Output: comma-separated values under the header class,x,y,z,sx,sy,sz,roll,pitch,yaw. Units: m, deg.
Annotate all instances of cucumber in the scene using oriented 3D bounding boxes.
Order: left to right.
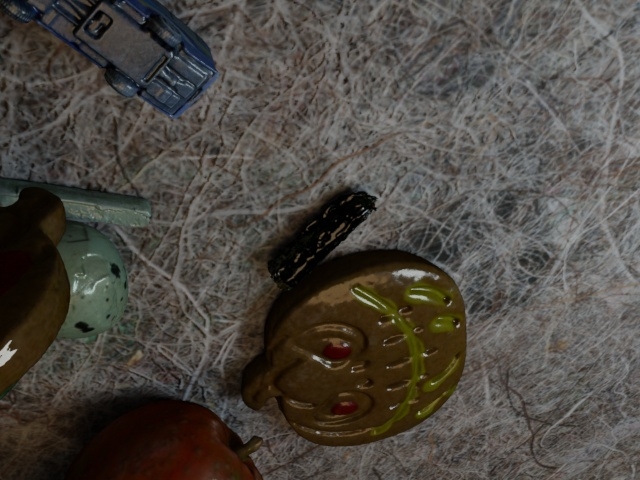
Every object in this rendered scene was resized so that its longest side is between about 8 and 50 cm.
class,x,y,z,sx,sy,sz,roll,pitch,yaw
cucumber,0.000,0.000,0.897,0.181,0.053,0.053,-41,129,16

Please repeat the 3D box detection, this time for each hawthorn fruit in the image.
class,x,y,z,sx,sy,sz,roll,pitch,yaw
hawthorn fruit,-0.208,0.360,1.000,0.300,0.275,0.275,-34,132,-4

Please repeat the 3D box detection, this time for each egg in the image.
class,x,y,z,sx,sy,sz,roll,pitch,yaw
egg,-0.278,0.049,0.802,0.131,0.131,0.164,-28,146,8

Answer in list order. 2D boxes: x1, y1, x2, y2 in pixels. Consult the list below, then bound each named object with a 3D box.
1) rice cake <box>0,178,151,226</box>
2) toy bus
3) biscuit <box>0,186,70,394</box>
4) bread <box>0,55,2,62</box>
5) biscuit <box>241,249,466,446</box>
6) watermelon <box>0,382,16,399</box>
class,x,y,z,sx,sy,sz,roll,pitch,yaw
rice cake,-0.273,-0.041,0.788,0.171,0.033,0.029,9,125,-23
toy bus,-0.200,-0.205,0.629,0.079,0.094,0.236,-44,130,13
biscuit,-0.363,0.039,0.619,0.314,0.367,0.063,-38,132,-30
bread,-0.440,-0.100,0.550,0.395,0.239,0.264,-37,131,26
biscuit,0.052,0.186,1.056,0.350,0.070,0.394,-19,133,0
watermelon,-0.450,0.124,0.800,0.262,0.213,0.201,-30,115,3
